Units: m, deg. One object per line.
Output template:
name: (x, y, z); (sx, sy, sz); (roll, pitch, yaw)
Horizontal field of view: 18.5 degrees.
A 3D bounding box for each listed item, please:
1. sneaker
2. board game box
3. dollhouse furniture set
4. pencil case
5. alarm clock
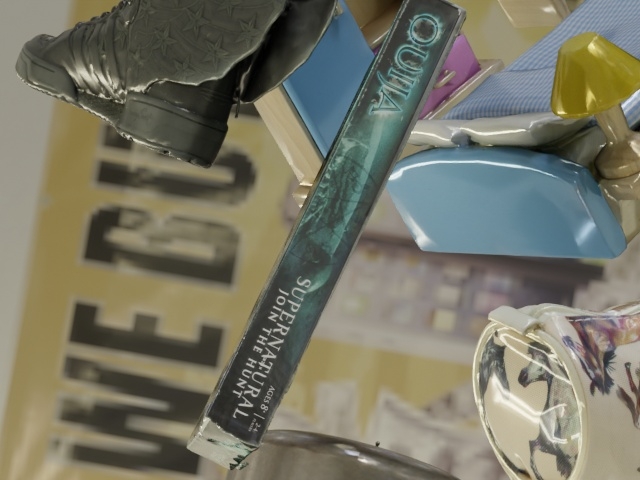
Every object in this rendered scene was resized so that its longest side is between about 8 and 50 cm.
sneaker: (-0.065, -0.087, 0.833); (0.170, 0.051, 0.089); (29, 100, 49)
board game box: (0.000, 0.000, 0.786); (0.186, 0.026, 0.126); (-64, 2, -12)
dollhouse furniture set: (0.108, -0.156, 0.984); (0.286, 0.303, 0.198); (-41, -65, -26)
pencil case: (0.328, 0.101, 1.637); (0.160, 0.410, 0.183); (-165, 68, -65)
alarm clock: (0.018, 0.128, 0.930); (0.192, 0.129, 0.064); (112, 175, -77)
